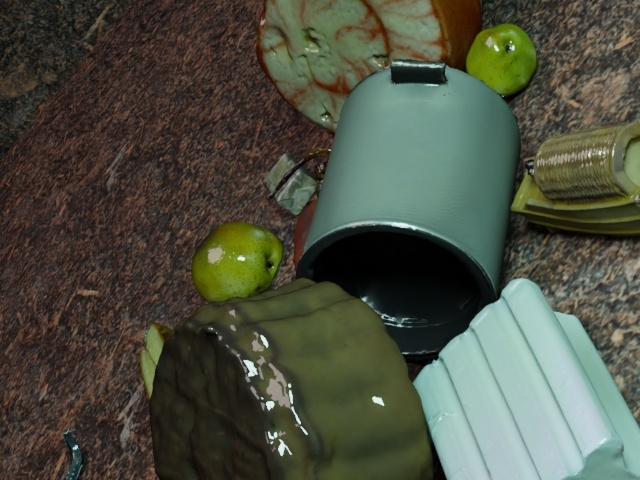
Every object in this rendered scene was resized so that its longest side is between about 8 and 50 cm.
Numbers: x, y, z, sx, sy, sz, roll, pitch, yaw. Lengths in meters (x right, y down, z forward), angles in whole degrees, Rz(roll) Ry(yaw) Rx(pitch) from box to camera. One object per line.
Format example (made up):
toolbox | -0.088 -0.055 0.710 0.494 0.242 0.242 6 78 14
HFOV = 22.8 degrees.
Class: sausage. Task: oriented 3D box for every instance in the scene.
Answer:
sausage | 0.000 0.000 2.111 0.076 0.076 0.141 -38 29 32

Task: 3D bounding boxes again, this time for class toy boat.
toy boat | 0.291 -0.065 1.616 0.310 0.115 0.089 1 60 62

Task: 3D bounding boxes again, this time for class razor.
razor | -0.383 0.378 2.374 0.066 0.033 0.190 84 -167 -51

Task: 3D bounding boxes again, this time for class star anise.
star anise | 0.011 -0.095 2.201 0.190 0.070 0.097 -34 41 15

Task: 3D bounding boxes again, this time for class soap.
soap | 0.199 0.177 1.504 0.173 0.095 0.289 -47 26 16

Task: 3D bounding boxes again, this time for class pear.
pear | -0.128 0.028 2.272 0.141 0.104 0.141 -36 33 28
pear | 0.224 -0.222 1.964 0.092 0.097 0.092 -5 76 21

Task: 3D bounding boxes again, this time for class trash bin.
trash bin | 0.103 -0.033 1.771 0.217 0.277 0.262 3 45 13

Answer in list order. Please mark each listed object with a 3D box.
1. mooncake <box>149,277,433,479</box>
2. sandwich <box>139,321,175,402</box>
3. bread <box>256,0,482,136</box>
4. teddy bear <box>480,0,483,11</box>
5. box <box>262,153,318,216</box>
mooncake | -0.041 0.205 1.629 0.324 0.187 0.324 25 120 53
sandwich | -0.185 0.202 2.179 0.090 0.088 0.244 -59 27 13
bread | 0.060 -0.278 2.069 0.114 0.295 0.328 -43 -20 -43
teddy bear | 0.102 -0.307 2.240 0.251 0.129 0.182 -45 25 20
box | -0.044 -0.082 2.322 0.062 0.045 0.098 -52 24 9
